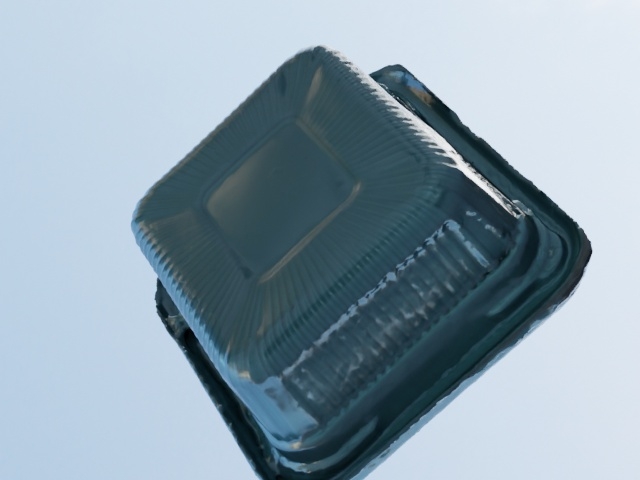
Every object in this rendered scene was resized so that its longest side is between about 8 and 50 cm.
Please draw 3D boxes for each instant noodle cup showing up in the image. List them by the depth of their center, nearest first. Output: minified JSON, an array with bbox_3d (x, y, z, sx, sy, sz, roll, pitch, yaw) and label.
[{"bbox_3d":[0.000,0.000,0.583,0.157,0.070,0.179,-42,-139,2],"label":"instant noodle cup"}]
